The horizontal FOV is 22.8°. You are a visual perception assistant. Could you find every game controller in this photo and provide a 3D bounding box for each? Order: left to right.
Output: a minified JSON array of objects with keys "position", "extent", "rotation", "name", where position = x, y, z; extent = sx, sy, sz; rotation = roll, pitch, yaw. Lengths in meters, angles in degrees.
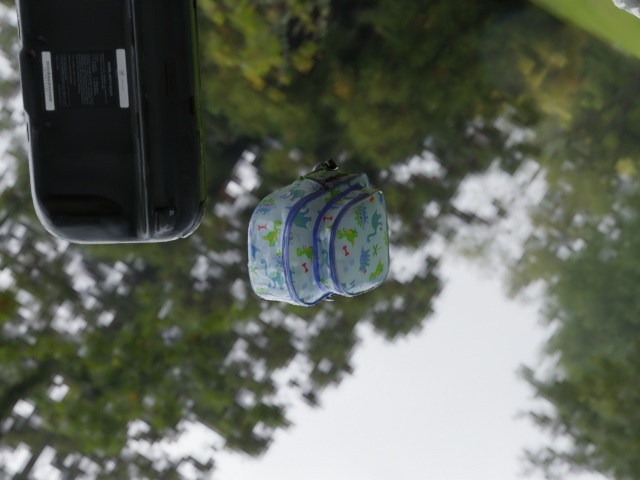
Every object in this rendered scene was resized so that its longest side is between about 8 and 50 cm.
[{"position":[-0.195,-0.151,1.469],"extent":[0.166,0.319,0.067],"rotation":[1,-167,11],"name":"game controller"}]

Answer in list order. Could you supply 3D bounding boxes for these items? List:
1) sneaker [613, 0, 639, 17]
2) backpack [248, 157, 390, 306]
[{"position":[0.347,-0.174,1.130],"extent":[0.321,0.126,0.127],"rotation":[11,-138,4],"name":"sneaker"},{"position":[0.000,0.000,1.288],"extent":[0.084,0.105,0.114],"rotation":[12,-155,39],"name":"backpack"}]
